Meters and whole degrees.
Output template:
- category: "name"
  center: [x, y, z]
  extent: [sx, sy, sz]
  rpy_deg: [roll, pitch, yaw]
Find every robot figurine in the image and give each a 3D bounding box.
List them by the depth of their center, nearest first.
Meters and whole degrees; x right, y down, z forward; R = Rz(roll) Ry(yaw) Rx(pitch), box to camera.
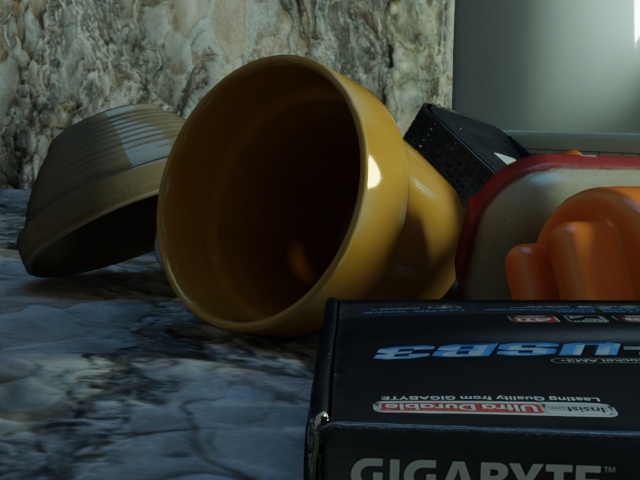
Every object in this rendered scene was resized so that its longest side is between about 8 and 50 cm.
- category: "robot figurine"
  center: [0.223, 0.028, 0.767]
  extent: [0.219, 0.158, 0.128]
  rpy_deg: [-2, 35, -32]

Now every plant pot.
- category: "plant pot"
  center: [0.011, -0.017, 0.944]
  extent: [0.205, 0.205, 0.188]
  rpy_deg: [6, -8, 41]
- category: "plant pot"
  center: [-0.190, -0.058, 1.181]
  extent: [0.237, 0.110, 0.237]
  rpy_deg: [-23, -10, -4]

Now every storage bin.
- category: "storage bin"
  center: [0.156, -0.040, 1.125]
  extent: [0.122, 0.084, 0.180]
  rpy_deg: [11, 28, -43]

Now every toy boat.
- category: "toy boat"
  center: [0.208, -0.015, 0.925]
  extent: [0.231, 0.151, 0.151]
  rpy_deg: [1, 36, -12]

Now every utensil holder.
- category: "utensil holder"
  center: [0.335, -0.184, 1.640]
  extent: [0.327, 0.386, 0.327]
  rpy_deg: [0, 6, 0]

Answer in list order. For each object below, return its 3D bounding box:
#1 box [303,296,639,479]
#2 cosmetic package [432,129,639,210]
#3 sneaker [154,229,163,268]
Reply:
- category: "box"
  center: [0.144, 0.078, 0.539]
  extent: [0.295, 0.073, 0.293]
  rpy_deg: [1, 5, 2]
- category: "cosmetic package"
  center: [0.246, -0.030, 1.212]
  extent: [0.113, 0.160, 0.309]
  rpy_deg: [-2, 8, -38]
- category: "sneaker"
  center: [0.000, 0.000, 1.107]
  extent: [0.290, 0.106, 0.123]
  rpy_deg: [0, 3, -23]
